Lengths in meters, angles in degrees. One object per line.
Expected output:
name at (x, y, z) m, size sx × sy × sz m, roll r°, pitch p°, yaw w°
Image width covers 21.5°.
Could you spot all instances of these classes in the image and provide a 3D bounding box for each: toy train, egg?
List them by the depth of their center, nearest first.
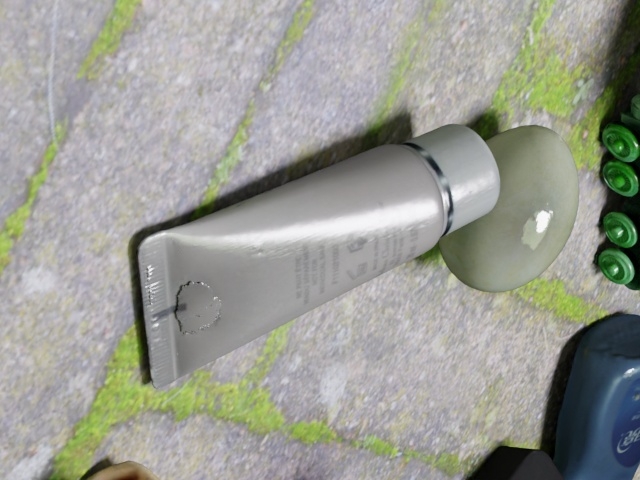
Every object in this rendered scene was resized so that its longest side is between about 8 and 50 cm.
egg at (0.162, -0.028, 1.449) m, size 0.114 × 0.114 × 0.152 m, roll 28°, pitch 90°, yaw -57°
toy train at (0.342, -0.036, 1.681) m, size 0.085 × 0.119 × 0.251 m, roll -40°, pitch 141°, yaw -29°

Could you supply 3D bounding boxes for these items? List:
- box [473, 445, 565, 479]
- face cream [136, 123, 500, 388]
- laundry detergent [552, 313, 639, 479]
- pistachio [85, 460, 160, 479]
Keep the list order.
box at (0.162, 0.395, 1.714) m, size 0.350 × 0.058 × 0.211 m, roll -47°, pitch 117°, yaw -31°
face cream at (0.000, 0.000, 1.292) m, size 0.314 × 0.089 × 0.143 m, roll -27°, pitch 136°, yaw -29°
laundry detergent at (0.310, 0.228, 1.858) m, size 0.143 × 0.094 × 0.290 m, roll -24°, pitch 132°, yaw -47°
pistachio at (-0.151, 0.280, 1.256) m, size 0.157 × 0.157 × 0.229 m, roll -6°, pitch 107°, yaw -51°
